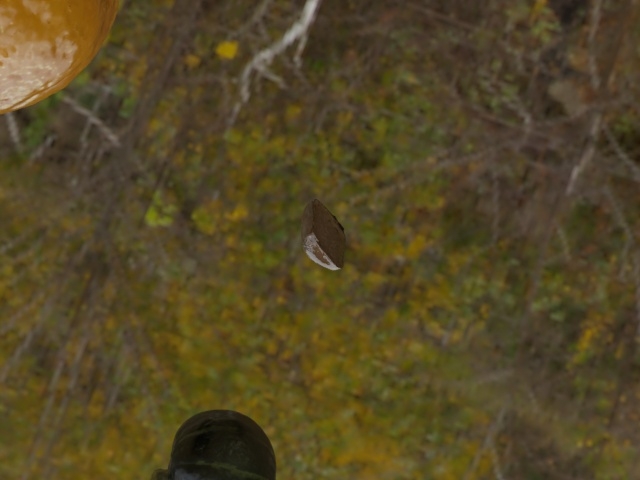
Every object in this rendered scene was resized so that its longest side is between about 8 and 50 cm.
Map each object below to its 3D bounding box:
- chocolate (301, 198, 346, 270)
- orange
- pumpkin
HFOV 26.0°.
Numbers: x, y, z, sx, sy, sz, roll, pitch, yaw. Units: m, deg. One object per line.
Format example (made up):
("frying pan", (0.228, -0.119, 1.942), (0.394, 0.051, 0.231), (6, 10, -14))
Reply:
("chocolate", (0.000, 0.000, 1.482), (0.064, 0.031, 0.100), (48, -161, -21))
("orange", (-0.358, -0.297, 1.462), (0.293, 0.340, 0.340), (-7, 166, 4))
("pumpkin", (-0.108, 0.255, 1.410), (0.125, 0.167, 0.167), (12, 174, -26))
